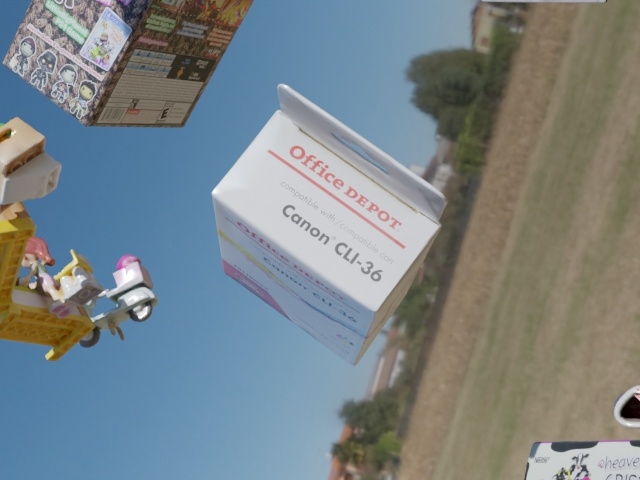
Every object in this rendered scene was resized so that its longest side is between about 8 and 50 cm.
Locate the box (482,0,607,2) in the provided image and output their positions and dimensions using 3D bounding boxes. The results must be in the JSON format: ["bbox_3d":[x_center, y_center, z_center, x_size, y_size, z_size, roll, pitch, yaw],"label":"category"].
[{"bbox_3d":[0.327,-0.392,1.368,0.290,0.169,0.087,-46,-42,-68],"label":"box"}]

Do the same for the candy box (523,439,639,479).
[{"bbox_3d":[0.258,0.186,0.563,0.159,0.233,0.071,-30,40,65],"label":"candy box"}]

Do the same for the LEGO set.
[{"bbox_3d":[-0.224,-0.004,0.688,0.132,0.107,0.287,-31,-25,-7],"label":"LEGO set"}]

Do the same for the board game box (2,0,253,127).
[{"bbox_3d":[-0.204,-0.294,1.144,0.291,0.141,0.232,-58,-13,16],"label":"board game box"}]

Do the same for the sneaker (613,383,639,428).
[{"bbox_3d":[0.378,0.168,1.024,0.070,0.134,0.051,-1,-115,-64],"label":"sneaker"}]

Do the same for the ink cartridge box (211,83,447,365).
[{"bbox_3d":[0.000,0.000,0.566,0.067,0.115,0.198,-53,-9,-17],"label":"ink cartridge box"}]
